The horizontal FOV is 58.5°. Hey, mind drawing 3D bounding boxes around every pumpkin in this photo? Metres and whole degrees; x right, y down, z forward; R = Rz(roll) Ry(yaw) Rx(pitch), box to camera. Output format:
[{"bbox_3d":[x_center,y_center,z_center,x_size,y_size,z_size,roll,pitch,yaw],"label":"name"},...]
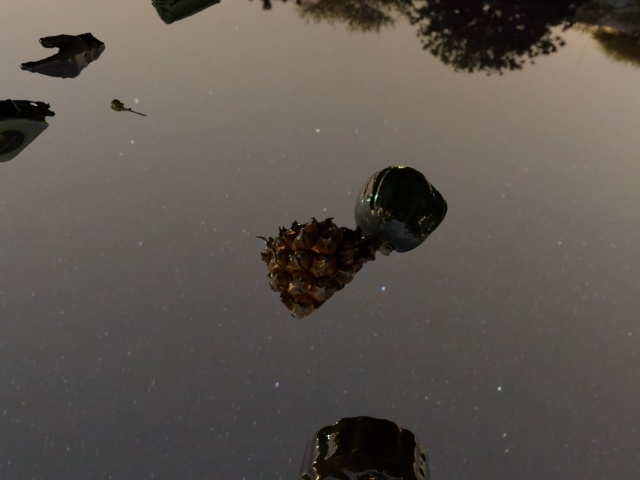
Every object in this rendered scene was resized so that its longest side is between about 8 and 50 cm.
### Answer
[{"bbox_3d":[0.217,-0.108,1.754,0.197,0.293,0.263,44,-115,-23],"label":"pumpkin"}]

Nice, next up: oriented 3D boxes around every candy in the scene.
[{"bbox_3d":[-0.568,-0.388,1.694,0.123,0.035,0.035,21,-168,14],"label":"candy"}]

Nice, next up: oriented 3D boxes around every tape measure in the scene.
[{"bbox_3d":[-0.971,-0.357,1.747,0.115,0.235,0.207,54,-170,12],"label":"tape measure"}]

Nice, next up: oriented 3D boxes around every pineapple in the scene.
[{"bbox_3d":[0.003,-0.002,1.459,0.209,0.286,0.344,53,-168,-17],"label":"pineapple"}]

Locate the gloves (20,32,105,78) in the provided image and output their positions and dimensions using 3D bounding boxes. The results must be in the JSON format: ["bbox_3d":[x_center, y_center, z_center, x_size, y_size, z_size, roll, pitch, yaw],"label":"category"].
[{"bbox_3d":[-0.754,-0.553,1.694,0.119,0.142,0.285,23,-138,19],"label":"gloves"}]

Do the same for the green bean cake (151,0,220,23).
[{"bbox_3d":[-0.297,-0.564,1.104,0.156,0.250,0.247,-28,-152,-3],"label":"green bean cake"}]

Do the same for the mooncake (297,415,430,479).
[{"bbox_3d":[0.072,0.411,0.947,0.228,0.228,0.124,14,-156,-2],"label":"mooncake"}]
